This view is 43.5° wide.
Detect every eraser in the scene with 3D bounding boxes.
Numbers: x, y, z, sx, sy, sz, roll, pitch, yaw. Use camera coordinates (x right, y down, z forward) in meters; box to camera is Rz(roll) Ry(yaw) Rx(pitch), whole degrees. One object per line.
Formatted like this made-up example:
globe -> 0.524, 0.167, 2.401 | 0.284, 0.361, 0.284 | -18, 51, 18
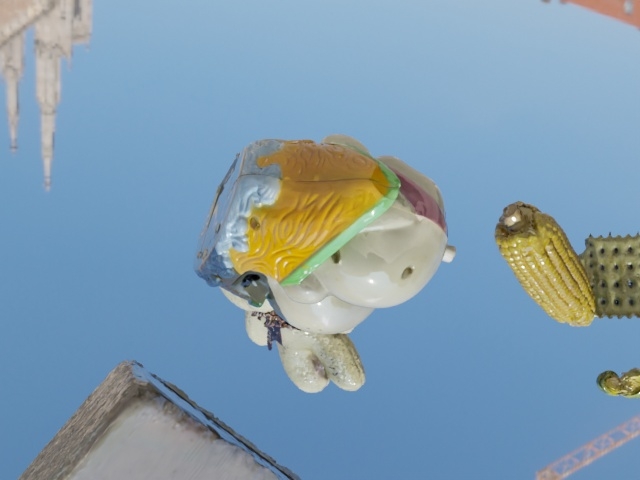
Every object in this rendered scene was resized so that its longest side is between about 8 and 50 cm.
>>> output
eraser -> -0.078, 0.184, 0.539 | 0.077, 0.352, 0.111 | 34, -102, 37

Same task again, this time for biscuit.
biscuit -> 0.491, 0.056, 1.283 | 0.203, 0.144, 0.016 | -1, 172, 24

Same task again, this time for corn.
corn -> 0.331, 0.039, 1.172 | 0.097, 0.261, 0.097 | -26, -143, 21

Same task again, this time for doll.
doll -> -0.039, 0.101, 1.091 | 0.175, 0.278, 0.149 | -27, -163, 10

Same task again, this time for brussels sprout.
brussels sprout -> 0.463, 0.218, 1.229 | 0.083, 0.051, 0.046 | 4, -128, 2

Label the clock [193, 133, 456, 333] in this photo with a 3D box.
clock -> 0.000, 0.000, 0.524 | 0.144, 0.231, 0.103 | 16, -108, -13
